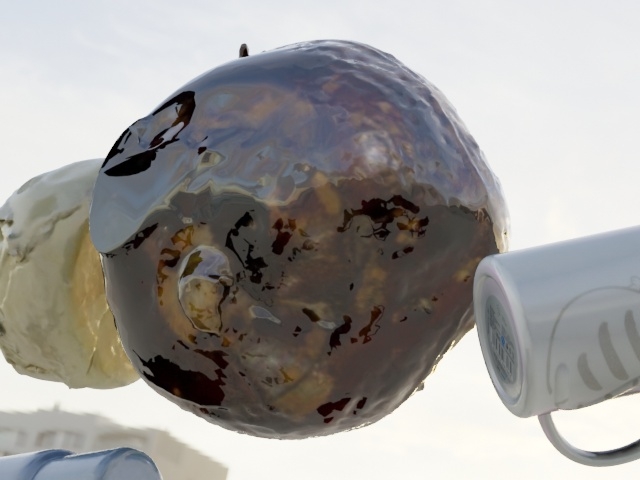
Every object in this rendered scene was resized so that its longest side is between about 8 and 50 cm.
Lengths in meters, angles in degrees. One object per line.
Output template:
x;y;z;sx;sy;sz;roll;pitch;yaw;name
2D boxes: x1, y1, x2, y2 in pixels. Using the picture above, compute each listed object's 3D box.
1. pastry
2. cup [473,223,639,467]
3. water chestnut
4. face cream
-0.238;0.037;1.253;0.133;0.265;0.265;7;-23;31;pastry
0.171;0.062;0.695;0.133;0.136;0.099;-11;-12;-9;cup
0.000;0.000;1.007;0.335;0.335;0.347;-3;-8;29;water chestnut
-0.277;0.231;1.007;0.385;0.086;0.135;-18;-69;41;face cream
